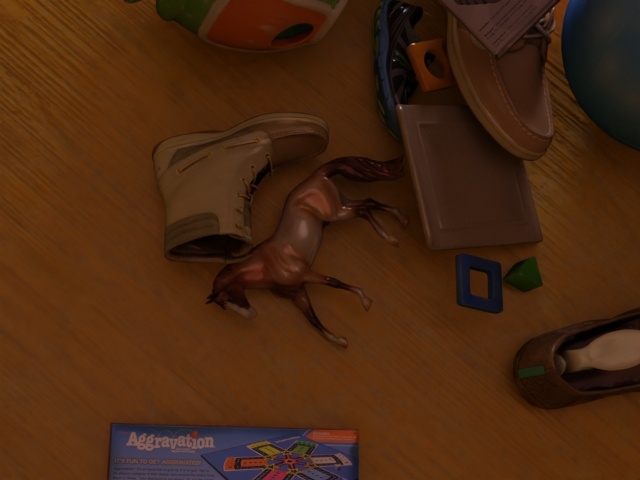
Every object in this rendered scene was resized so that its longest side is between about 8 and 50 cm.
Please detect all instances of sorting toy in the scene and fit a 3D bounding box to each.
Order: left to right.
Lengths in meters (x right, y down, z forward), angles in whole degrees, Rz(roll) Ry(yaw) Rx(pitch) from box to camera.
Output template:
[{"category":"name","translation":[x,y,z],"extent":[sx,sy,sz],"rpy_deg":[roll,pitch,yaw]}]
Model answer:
[{"category":"sorting toy","translation":[0.175,-0.077,1.244],"extent":[0.196,0.047,0.347],"rpy_deg":[-3,75,-35]}]

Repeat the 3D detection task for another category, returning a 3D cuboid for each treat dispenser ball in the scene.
[{"category":"treat dispenser ball","translation":[0.432,-0.241,1.211],"extent":[0.288,0.288,0.288],"rpy_deg":[2,76,-7]}]

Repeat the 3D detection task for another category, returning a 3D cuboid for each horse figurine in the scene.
[{"category":"horse figurine","translation":[0.000,0.000,1.209],"extent":[0.174,0.066,0.263],"rpy_deg":[28,78,-1]}]

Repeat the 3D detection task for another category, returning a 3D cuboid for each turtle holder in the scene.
[{"category":"turtle holder","translation":[-0.072,-0.364,1.230],"extent":[0.227,0.243,0.320],"rpy_deg":[26,34,-16]}]

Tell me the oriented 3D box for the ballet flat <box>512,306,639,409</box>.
[{"category":"ballet flat","translation":[0.396,0.120,1.201],"extent":[0.342,0.124,0.116],"rpy_deg":[-10,78,-10]}]

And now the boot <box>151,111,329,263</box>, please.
[{"category":"boot","translation":[-0.083,-0.059,1.176],"extent":[0.213,0.077,0.165],"rpy_deg":[-12,53,-1]}]

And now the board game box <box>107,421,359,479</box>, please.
[{"category":"board game box","translation":[-0.097,0.281,1.147],"extent":[0.281,0.027,0.145],"rpy_deg":[3,77,-7]}]

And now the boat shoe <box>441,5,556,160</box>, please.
[{"category":"boat shoe","translation":[0.223,-0.264,1.251],"extent":[0.122,0.110,0.341],"rpy_deg":[1,66,-45]}]

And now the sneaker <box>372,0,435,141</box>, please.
[{"category":"sneaker","translation":[0.106,-0.216,1.277],"extent":[0.078,0.067,0.188],"rpy_deg":[1,74,-3]}]

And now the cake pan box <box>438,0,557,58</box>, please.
[{"category":"cake pan box","translation":[0.210,-0.382,1.151],"extent":[0.246,0.070,0.267],"rpy_deg":[45,104,4]}]
